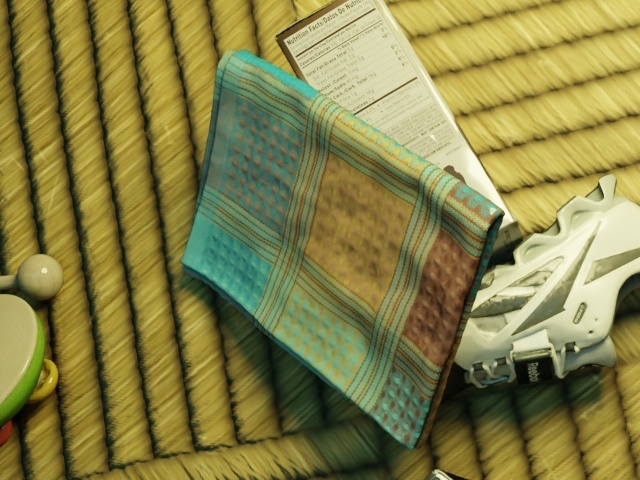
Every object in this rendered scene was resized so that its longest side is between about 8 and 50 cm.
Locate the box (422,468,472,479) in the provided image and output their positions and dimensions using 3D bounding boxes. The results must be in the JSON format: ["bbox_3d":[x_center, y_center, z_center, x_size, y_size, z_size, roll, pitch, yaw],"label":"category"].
[{"bbox_3d":[0.065,0.414,1.064,0.212,0.293,0.395,42,90,19],"label":"box"}]

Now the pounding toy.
[{"bbox_3d":[-0.355,0.144,1.388,0.182,0.110,0.237,-18,44,20],"label":"pounding toy"}]

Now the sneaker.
[{"bbox_3d":[0.213,0.091,1.239,0.330,0.122,0.146,-41,70,2],"label":"sneaker"}]

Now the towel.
[{"bbox_3d":[0.000,0.000,1.227,0.370,0.040,0.272,36,124,36],"label":"towel"}]

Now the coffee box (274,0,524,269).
[{"bbox_3d":[0.085,-0.096,1.288,0.118,0.168,0.297,-31,72,5],"label":"coffee box"}]
